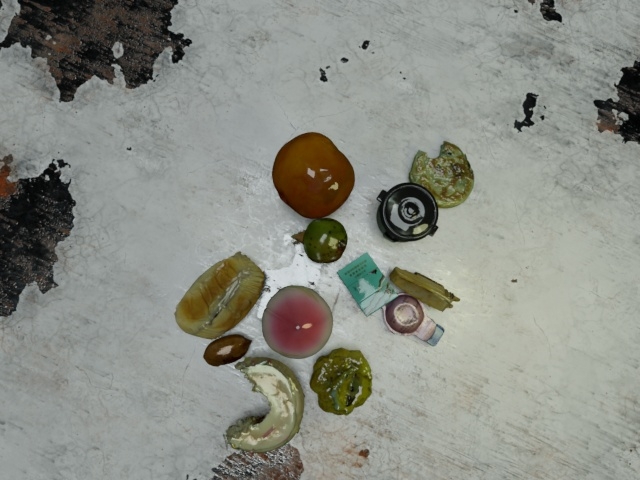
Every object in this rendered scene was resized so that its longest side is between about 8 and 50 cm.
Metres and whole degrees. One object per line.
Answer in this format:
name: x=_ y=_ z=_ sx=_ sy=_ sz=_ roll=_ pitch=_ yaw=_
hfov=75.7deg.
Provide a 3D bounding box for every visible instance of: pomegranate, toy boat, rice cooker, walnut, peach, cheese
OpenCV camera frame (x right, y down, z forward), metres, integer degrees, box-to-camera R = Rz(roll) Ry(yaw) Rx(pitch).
pomegranate: x=-0.009 y=0.005 z=1.717 sx=0.245 sy=0.198 sz=0.199 roll=-4 pitch=84 yaw=6
toy boat: x=0.440 y=0.201 z=1.746 sx=0.310 sy=0.115 sz=0.090 roll=27 pitch=127 yaw=4
rice cooker: x=0.355 y=-0.108 z=1.714 sx=0.280 sy=0.227 sz=0.241 roll=36 pitch=85 yaw=2
walnut: x=-0.384 y=0.453 z=1.708 sx=0.207 sy=0.116 sz=0.116 roll=-20 pitch=85 yaw=-10
peach: x=-0.038 y=-0.256 z=1.673 sx=0.301 sy=0.343 sz=0.343 roll=-43 pitch=87 yaw=-2
cheese: x=0.390 y=0.336 z=1.747 sx=0.285 sy=0.074 sz=0.189 roll=33 pitch=85 yaw=3

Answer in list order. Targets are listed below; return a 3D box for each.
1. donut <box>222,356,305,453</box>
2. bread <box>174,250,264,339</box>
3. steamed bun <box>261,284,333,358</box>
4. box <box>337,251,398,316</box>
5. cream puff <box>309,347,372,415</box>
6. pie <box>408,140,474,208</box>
donut: x=-0.217 y=0.660 z=1.665 sx=0.306 sy=0.150 sz=0.372 roll=8 pitch=84 yaw=-1
bread: x=-0.406 y=0.239 z=1.700 sx=0.388 sy=0.183 sz=0.236 roll=-42 pitch=67 yaw=1
steamed bun: x=-0.093 y=0.326 z=1.633 sx=0.308 sy=0.309 sz=0.310 roll=0 pitch=84 yaw=-1
box: x=0.199 y=0.186 z=1.751 sx=0.161 sy=0.041 sz=0.229 roll=-32 pitch=73 yaw=-3
cream puff: x=0.088 y=0.573 z=1.665 sx=0.281 sy=0.185 sz=0.282 roll=0 pitch=84 yaw=2
pie: x=0.537 y=-0.283 z=1.817 sx=0.302 sy=0.067 sz=0.303 roll=0 pitch=83 yaw=-2
